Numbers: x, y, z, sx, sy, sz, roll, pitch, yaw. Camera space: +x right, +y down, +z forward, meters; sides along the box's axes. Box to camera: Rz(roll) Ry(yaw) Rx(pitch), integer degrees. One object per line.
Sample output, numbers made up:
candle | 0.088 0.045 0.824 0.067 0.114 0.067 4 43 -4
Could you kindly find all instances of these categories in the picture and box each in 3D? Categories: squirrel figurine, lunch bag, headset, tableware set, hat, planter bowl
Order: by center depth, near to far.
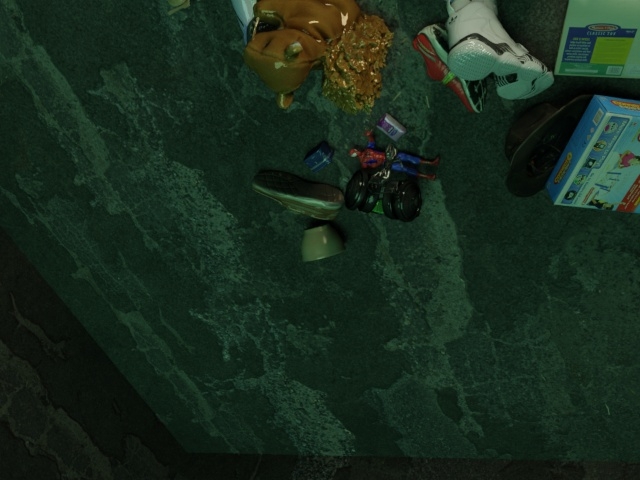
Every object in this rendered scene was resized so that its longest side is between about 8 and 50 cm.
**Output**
squirrel figurine | -0.005 -0.498 1.600 0.397 0.370 0.281 25 133 -1
hat | 0.610 -0.285 1.701 0.331 0.134 0.331 -22 142 -19
tableware set | -0.353 -0.721 1.742 0.194 0.128 0.039 -13 167 27
headset | 0.198 -0.163 1.889 0.243 0.185 0.394 13 174 8
lunch bag | 0.000 -0.270 1.997 0.098 0.067 0.065 -31 114 36
planter bowl | 0.000 0.000 2.184 0.162 0.162 0.109 -12 96 28

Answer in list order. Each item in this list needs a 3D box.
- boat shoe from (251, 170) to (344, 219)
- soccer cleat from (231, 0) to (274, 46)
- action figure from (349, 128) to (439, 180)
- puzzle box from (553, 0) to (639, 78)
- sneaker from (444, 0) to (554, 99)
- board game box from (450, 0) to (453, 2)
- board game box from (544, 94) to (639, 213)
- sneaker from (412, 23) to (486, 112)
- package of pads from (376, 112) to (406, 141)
boat shoe | -0.084 -0.142 2.105 0.324 0.123 0.116 18 135 7
soccer cleat | -0.205 -0.673 1.726 0.116 0.108 0.318 27 141 29
action figure | 0.220 -0.260 1.888 0.280 0.091 0.139 11 165 13
puzzle box | 0.786 -0.498 1.458 0.408 0.052 0.272 7 154 15
sneaker | 0.459 -0.503 1.581 0.365 0.210 0.137 7 157 -35
board game box | 0.283 -0.703 1.545 0.211 0.039 0.160 18 133 3
board game box | 0.818 -0.222 1.656 0.301 0.086 0.308 5 133 -11
sneaker | 0.358 -0.468 1.696 0.279 0.107 0.118 50 146 -19
package of pads | 0.217 -0.346 1.877 0.083 0.032 0.050 36 129 -12
